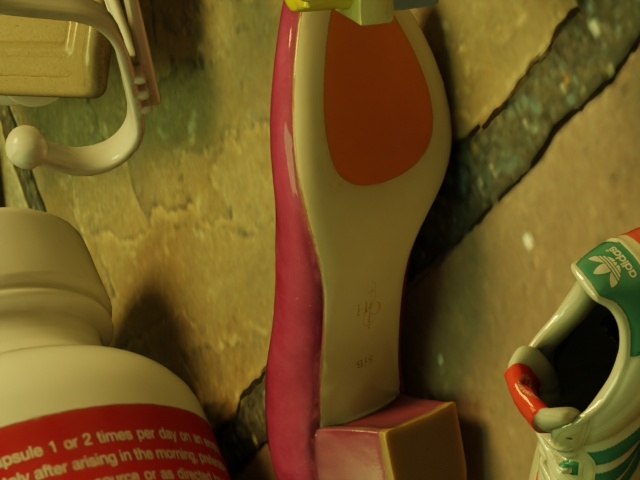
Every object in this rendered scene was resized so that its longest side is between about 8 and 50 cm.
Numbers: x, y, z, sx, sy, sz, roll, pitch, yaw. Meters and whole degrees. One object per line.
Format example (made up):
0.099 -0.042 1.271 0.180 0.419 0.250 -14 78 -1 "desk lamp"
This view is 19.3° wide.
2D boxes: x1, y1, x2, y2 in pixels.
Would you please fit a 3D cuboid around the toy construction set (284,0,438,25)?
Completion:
0.032 -0.252 0.592 0.215 0.151 0.328 -112 36 -43 "toy construction set"

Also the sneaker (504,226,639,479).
0.088 0.058 0.652 0.057 0.075 0.161 55 140 37 "sneaker"

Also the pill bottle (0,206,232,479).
-0.131 0.200 0.904 0.229 0.229 0.408 -53 53 50 "pill bottle"

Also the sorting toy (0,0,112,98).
-0.156 -0.228 0.986 0.229 0.041 0.307 6 88 46 "sorting toy"

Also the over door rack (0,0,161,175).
-0.134 -0.216 0.742 0.324 0.108 0.240 98 157 -47 "over door rack"

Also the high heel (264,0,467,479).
0.000 0.000 0.788 0.117 0.082 0.244 5 112 55 "high heel"

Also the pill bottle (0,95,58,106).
-0.185 -0.115 1.068 0.120 0.067 0.067 31 124 52 "pill bottle"
